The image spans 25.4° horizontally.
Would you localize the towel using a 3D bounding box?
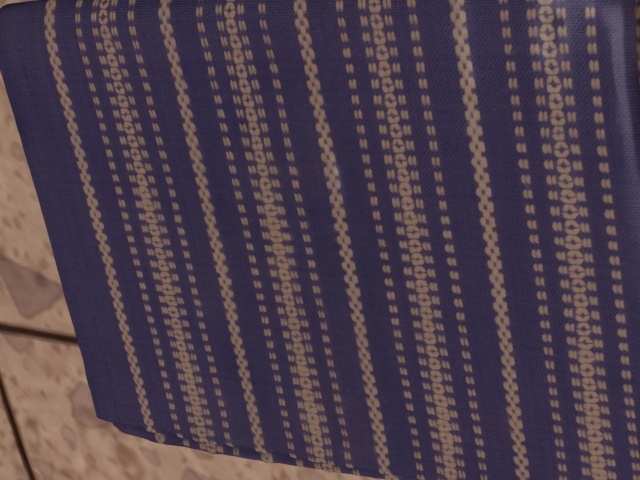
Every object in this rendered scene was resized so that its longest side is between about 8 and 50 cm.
[{"bbox_3d":[0.000,0.000,0.647,0.336,0.040,0.243,4,117,34],"label":"towel"}]
